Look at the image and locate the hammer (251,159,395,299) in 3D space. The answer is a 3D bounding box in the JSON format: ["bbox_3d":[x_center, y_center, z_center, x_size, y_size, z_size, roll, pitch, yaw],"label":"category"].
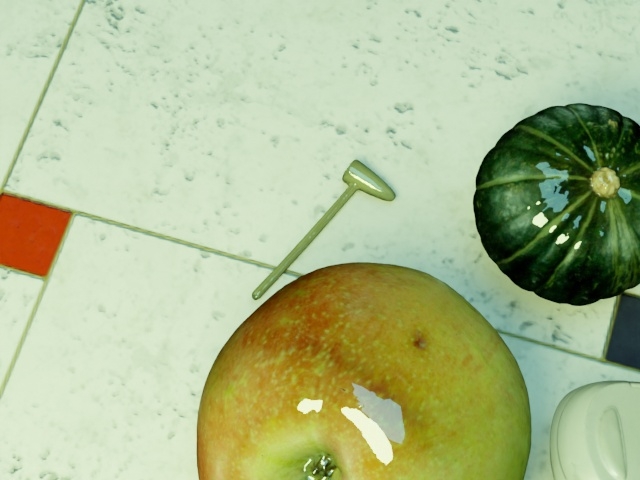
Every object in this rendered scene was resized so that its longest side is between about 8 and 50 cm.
[{"bbox_3d":[0.000,0.000,1.933,0.060,0.028,0.195,39,71,9],"label":"hammer"}]

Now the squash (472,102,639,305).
[{"bbox_3d":[0.263,-0.036,1.872,0.218,0.172,0.218,4,62,-7],"label":"squash"}]

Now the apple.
[{"bbox_3d":[0.035,0.183,1.674,0.319,0.277,0.319,1,97,8],"label":"apple"}]

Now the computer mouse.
[{"bbox_3d":[0.358,0.228,1.775,0.297,0.121,0.184,2,56,-16],"label":"computer mouse"}]
